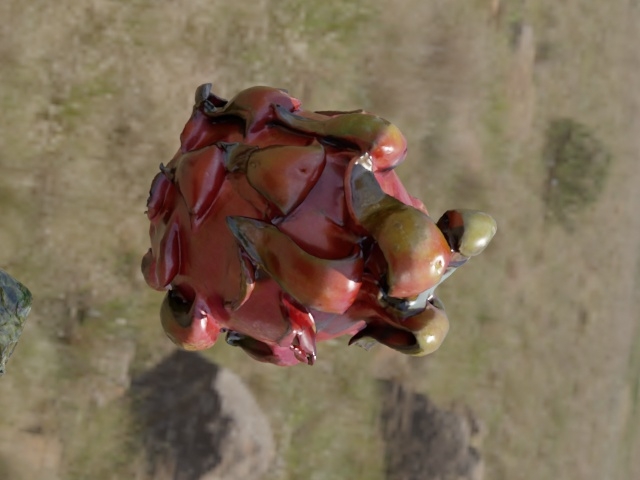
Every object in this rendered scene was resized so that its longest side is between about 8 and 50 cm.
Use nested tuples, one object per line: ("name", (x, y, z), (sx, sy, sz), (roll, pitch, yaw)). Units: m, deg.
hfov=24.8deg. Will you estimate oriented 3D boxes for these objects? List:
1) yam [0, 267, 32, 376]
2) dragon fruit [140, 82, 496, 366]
("yam", (-0.329, 0.034, 0.854), (0.195, 0.300, 0.195), (-55, -178, 2))
("dragon fruit", (-0.018, -0.003, 1.155), (0.307, 0.243, 0.227), (-144, -117, -78))
